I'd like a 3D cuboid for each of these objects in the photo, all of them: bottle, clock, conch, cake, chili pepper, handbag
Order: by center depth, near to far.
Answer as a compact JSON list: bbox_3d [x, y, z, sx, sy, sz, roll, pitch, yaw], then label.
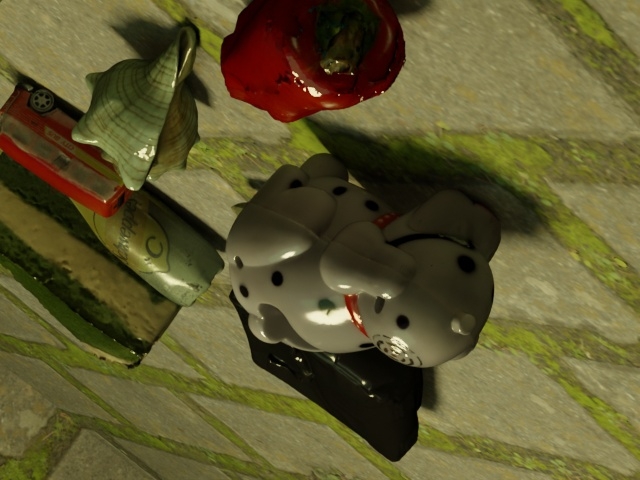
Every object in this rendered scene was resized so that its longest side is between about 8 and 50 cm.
[{"bbox_3d":[-0.013,-0.143,1.539,0.110,0.110,0.387,37,168,-11],"label":"chili pepper"},{"bbox_3d":[0.058,0.032,1.754,0.189,0.189,0.254,45,161,-32],"label":"clock"},{"bbox_3d":[-0.176,-0.112,1.857,0.114,0.137,0.234,15,167,5],"label":"conch"},{"bbox_3d":[-0.232,-0.033,2.275,0.270,0.083,0.083,39,163,-5],"label":"bottle"},{"bbox_3d":[0.012,0.136,2.285,0.244,0.088,0.275,32,167,16],"label":"handbag"},{"bbox_3d":[-0.298,0.015,2.403,0.284,0.158,0.172,37,164,-6],"label":"cake"}]

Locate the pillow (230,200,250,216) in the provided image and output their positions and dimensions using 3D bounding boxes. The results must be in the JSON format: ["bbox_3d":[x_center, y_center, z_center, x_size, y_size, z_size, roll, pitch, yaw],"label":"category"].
[{"bbox_3d":[0.000,0.000,1.983,0.119,0.053,0.208,40,159,-27],"label":"pillow"}]

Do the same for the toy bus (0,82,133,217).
[{"bbox_3d":[-0.279,-0.098,2.192,0.174,0.077,0.079,33,163,3],"label":"toy bus"}]
